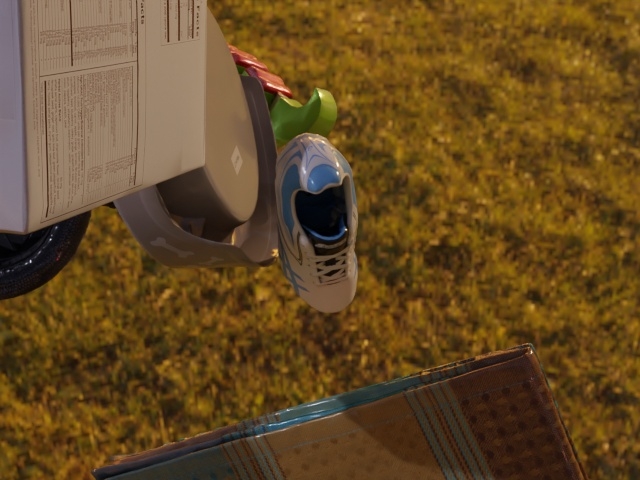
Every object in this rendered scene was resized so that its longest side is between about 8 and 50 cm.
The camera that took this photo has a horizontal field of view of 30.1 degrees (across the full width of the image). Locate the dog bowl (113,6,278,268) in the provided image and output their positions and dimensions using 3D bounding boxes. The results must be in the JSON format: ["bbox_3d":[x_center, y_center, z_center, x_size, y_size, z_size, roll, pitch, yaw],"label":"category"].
[{"bbox_3d":[-0.140,-0.130,1.215,0.102,0.349,0.349,-13,36,13],"label":"dog bowl"}]

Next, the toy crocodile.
[{"bbox_3d":[-0.119,-0.209,1.542,0.115,0.105,0.340,13,19,-50],"label":"toy crocodile"}]

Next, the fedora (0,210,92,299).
[{"bbox_3d":[-0.447,-0.071,1.652,0.333,0.334,0.152,9,-1,13],"label":"fedora"}]

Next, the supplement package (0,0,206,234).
[{"bbox_3d":[-0.188,-0.102,0.641,0.194,0.149,0.203,6,15,18],"label":"supplement package"}]

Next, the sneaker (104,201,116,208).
[{"bbox_3d":[-0.381,-0.129,2.111,0.283,0.107,0.124,3,58,-25],"label":"sneaker"}]

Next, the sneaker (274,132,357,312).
[{"bbox_3d":[0.000,0.000,1.202,0.085,0.237,0.086,-15,47,-6],"label":"sneaker"}]

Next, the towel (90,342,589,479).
[{"bbox_3d":[0.035,0.241,0.913,0.370,0.272,0.040,-19,15,21],"label":"towel"}]
